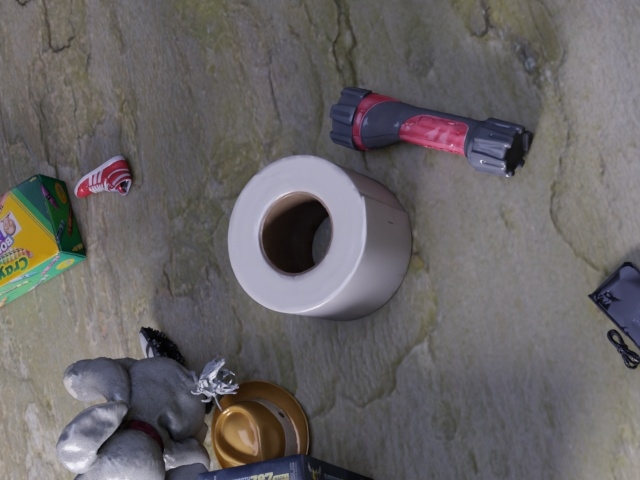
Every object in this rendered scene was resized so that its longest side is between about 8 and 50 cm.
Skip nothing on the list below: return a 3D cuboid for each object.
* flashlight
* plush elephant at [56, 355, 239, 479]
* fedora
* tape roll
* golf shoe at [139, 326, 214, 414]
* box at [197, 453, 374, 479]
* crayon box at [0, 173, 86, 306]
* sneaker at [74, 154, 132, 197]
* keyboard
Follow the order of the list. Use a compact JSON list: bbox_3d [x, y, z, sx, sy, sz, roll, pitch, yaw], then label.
[{"bbox_3d":[0.163,-0.163,1.843,0.304,0.103,0.103,18,90,30],"label":"flashlight"},{"bbox_3d":[-0.290,0.318,1.837,0.272,0.255,0.330,50,137,-11],"label":"plush elephant"},{"bbox_3d":[-0.113,0.320,1.930,0.194,0.079,0.194,-4,81,27],"label":"fedora"},{"bbox_3d":[0.000,0.000,1.868,0.246,0.169,0.246,-5,80,27],"label":"tape roll"},{"bbox_3d":[-0.270,0.237,2.030,0.094,0.077,0.198,-43,64,16],"label":"golf shoe"},{"bbox_3d":[-0.047,0.382,1.794,0.183,0.233,0.059,-17,62,26],"label":"box"},{"bbox_3d":[-0.584,0.014,2.230,0.278,0.081,0.165,-28,70,22],"label":"crayon box"},{"bbox_3d":[-0.394,-0.098,2.168,0.118,0.042,0.067,-35,64,17],"label":"sneaker"},{"bbox_3d":[0.458,0.126,1.686,0.108,0.023,0.180,-44,64,8],"label":"keyboard"}]
